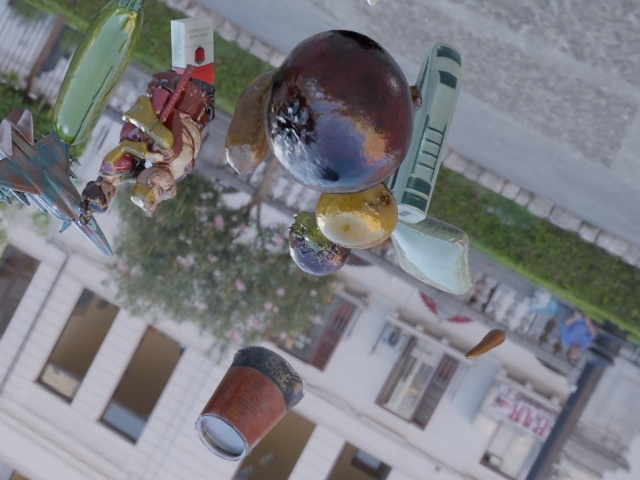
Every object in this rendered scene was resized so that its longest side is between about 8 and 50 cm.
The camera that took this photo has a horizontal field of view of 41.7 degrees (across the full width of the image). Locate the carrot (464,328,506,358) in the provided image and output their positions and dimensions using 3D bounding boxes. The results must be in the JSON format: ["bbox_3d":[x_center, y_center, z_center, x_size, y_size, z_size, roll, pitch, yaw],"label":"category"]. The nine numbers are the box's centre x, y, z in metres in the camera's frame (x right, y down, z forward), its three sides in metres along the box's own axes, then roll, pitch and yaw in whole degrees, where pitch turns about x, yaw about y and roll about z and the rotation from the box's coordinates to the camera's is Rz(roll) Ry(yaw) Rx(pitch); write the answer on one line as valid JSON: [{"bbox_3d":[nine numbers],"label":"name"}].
[{"bbox_3d":[0.329,0.203,1.659,0.035,0.035,0.142,28,-148,32],"label":"carrot"}]

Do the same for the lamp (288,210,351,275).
[{"bbox_3d":[-0.001,0.005,2.024,0.157,0.157,0.135,5,170,-5],"label":"lamp"}]

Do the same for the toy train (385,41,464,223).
[{"bbox_3d":[0.222,-0.240,1.720,0.086,0.407,0.088,20,165,-13],"label":"toy train"}]

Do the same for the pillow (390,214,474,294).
[{"bbox_3d":[0.308,0.030,2.367,0.255,0.120,0.322,25,161,25],"label":"pillow"}]

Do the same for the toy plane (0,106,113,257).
[{"bbox_3d":[-0.485,-0.090,1.503,0.326,0.104,0.223,55,-142,-8],"label":"toy plane"}]

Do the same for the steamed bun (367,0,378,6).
[{"bbox_3d":[0.147,-0.479,1.305,0.170,0.225,0.200,14,143,51],"label":"steamed bun"}]

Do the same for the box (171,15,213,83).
[{"bbox_3d":[-0.291,-0.429,1.919,0.048,0.152,0.100,21,-150,32],"label":"box"}]

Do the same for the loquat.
[{"bbox_3d":[0.062,-0.050,1.443,0.141,0.141,0.141,28,-179,-1],"label":"loquat"}]

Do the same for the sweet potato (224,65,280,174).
[{"bbox_3d":[-0.124,-0.264,1.704,0.097,0.292,0.097,15,152,8],"label":"sweet potato"}]

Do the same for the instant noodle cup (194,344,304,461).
[{"bbox_3d":[-0.109,0.242,1.222,0.127,0.127,0.136,28,-136,12],"label":"instant noodle cup"}]

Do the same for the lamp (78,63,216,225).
[{"bbox_3d":[-0.221,-0.114,1.105,0.118,0.253,0.118,13,143,10],"label":"lamp"}]

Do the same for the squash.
[{"bbox_3d":[-0.360,-0.301,1.394,0.094,0.341,0.094,25,-149,-17],"label":"squash"}]

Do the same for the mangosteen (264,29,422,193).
[{"bbox_3d":[0.049,-0.191,1.232,0.261,0.236,0.235,-19,-145,-40],"label":"mangosteen"}]
